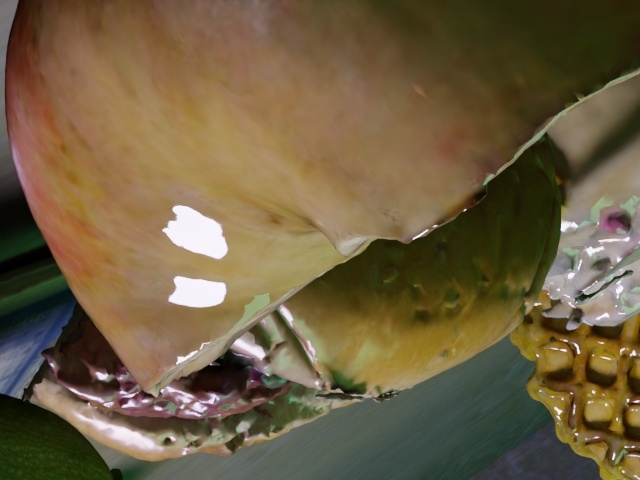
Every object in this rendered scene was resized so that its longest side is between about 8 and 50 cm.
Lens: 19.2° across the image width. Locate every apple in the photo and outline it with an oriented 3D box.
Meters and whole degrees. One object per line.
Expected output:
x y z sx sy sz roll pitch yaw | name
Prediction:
0.018 -0.090 0.606 0.251 0.163 0.293 -36 -177 -37 | apple

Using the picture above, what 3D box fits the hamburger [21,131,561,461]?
0.000 0.000 0.877 0.155 0.245 0.282 -53 -157 38 | hamburger

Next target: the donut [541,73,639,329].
0.228 -0.078 1.194 0.307 0.150 0.371 -39 167 7 | donut

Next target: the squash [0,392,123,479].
-0.197 0.104 0.767 0.107 0.107 0.395 -41 153 20 | squash

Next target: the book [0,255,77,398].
-0.245 0.117 0.960 0.228 0.018 0.322 -24 162 -43 | book

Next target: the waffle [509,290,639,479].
0.356 0.088 1.839 0.324 0.261 0.151 -34 174 3 | waffle
